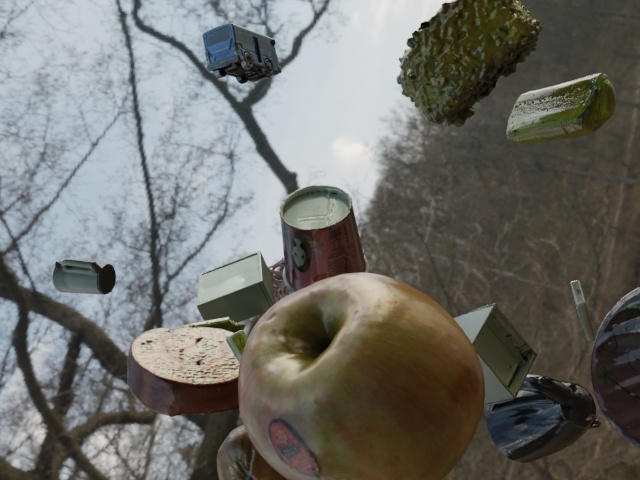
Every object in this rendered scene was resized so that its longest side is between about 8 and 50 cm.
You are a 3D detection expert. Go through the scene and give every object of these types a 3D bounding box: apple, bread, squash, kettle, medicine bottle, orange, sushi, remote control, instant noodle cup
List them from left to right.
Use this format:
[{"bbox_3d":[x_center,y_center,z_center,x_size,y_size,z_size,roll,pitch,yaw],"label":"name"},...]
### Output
[{"bbox_3d":[-0.659,0.091,2.118,0.098,0.148,0.126,-53,-38,-59],"label":"kettle"},{"bbox_3d":[-0.319,0.326,1.918,0.295,0.328,0.114,-124,40,-63],"label":"bread"},{"bbox_3d":[-0.323,0.265,2.229,0.239,0.069,0.069,-6,-69,-39],"label":"squash"},{"bbox_3d":[-0.180,0.253,1.765,0.047,0.083,0.047,-32,-12,-7],"label":"medicine bottle"},{"bbox_3d":[-0.161,0.595,2.019,0.171,0.240,0.240,-36,-42,-76],"label":"orange"},{"bbox_3d":[0.000,0.000,2.024,0.243,0.243,0.231,-57,-32,-42],"label":"instant noodle cup"},{"bbox_3d":[0.074,0.249,1.273,0.346,0.392,0.391,51,-129,-33],"label":"apple"},{"bbox_3d":[0.401,-0.504,2.073,0.396,0.240,0.351,-43,-9,15],"label":"sushi"},{"bbox_3d":[0.593,0.461,2.063,0.290,0.268,0.207,-45,17,54],"label":"kettle"},{"bbox_3d":[0.663,-0.349,2.098,0.166,0.112,0.384,-67,19,-7],"label":"bread"},{"bbox_3d":[0.717,0.196,2.072,0.087,0.029,0.190,-89,-25,-43],"label":"remote control"}]

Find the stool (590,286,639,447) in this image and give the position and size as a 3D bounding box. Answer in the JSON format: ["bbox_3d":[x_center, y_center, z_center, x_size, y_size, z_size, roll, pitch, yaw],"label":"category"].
[{"bbox_3d":[0.591,0.205,1.203,0.179,0.272,0.271,12,-88,-31],"label":"stool"}]

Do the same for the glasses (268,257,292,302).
[{"bbox_3d":[-0.203,0.146,2.818,0.095,0.256,0.162,58,-144,-67],"label":"glasses"}]

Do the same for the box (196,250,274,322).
[{"bbox_3d":[-0.276,0.167,2.486,0.225,0.225,0.117,-103,-9,-64],"label":"box"}]

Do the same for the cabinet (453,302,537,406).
[{"bbox_3d":[0.306,0.248,1.573,0.145,0.206,0.150,50,-132,-9],"label":"cabinet"}]

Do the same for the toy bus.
[{"bbox_3d":[-0.214,-0.517,2.105,0.234,0.116,0.133,-7,-95,-64],"label":"toy bus"}]
